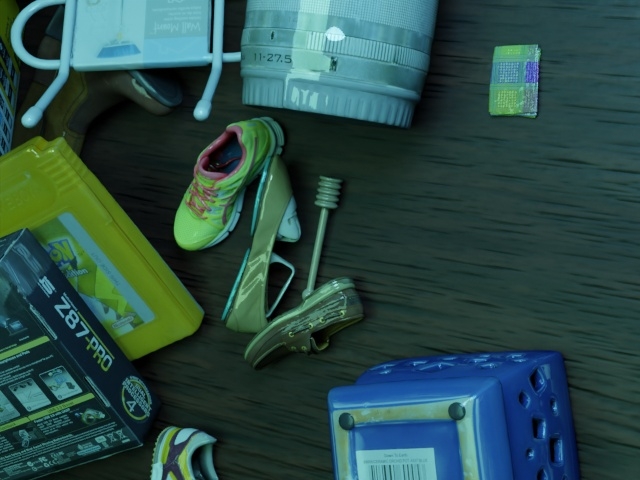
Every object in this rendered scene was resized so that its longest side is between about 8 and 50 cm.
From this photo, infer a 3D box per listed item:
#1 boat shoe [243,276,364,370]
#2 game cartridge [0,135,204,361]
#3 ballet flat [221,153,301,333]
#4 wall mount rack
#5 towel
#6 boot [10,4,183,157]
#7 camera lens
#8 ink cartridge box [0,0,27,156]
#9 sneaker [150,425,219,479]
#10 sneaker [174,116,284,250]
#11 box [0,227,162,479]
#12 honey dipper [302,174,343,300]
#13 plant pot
[{"bbox_3d":[-0.021,0.114,1.548,0.178,0.064,0.060,-37,70,21],"label":"boat shoe"},{"bbox_3d":[-0.356,0.041,1.646,0.285,0.052,0.323,-25,116,27],"label":"game cartridge"},{"bbox_3d":[-0.061,0.008,1.581,0.073,0.080,0.232,16,101,1],"label":"ballet flat"},{"bbox_3d":[-0.232,-0.250,1.548,0.350,0.130,0.304,-3,66,5],"label":"wall mount rack"},{"bbox_3d":[0.224,-0.183,1.445,0.060,0.009,0.083,3,90,31],"label":"towel"},{"bbox_3d":[-0.330,-0.147,1.714,0.264,0.096,0.280,34,107,24],"label":"boot"},{"bbox_3d":[0.026,-0.277,1.440,0.219,0.219,0.274,10,94,30],"label":"camera lens"},{"bbox_3d":[-0.490,-0.216,1.694,0.130,0.272,0.309,-5,58,5],"label":"ink cartridge box"},{"bbox_3d":[-0.177,0.338,1.630,0.084,0.069,0.185,3,92,35],"label":"sneaker"},{"bbox_3d":[-0.137,-0.075,1.601,0.081,0.094,0.208,41,110,22],"label":"sneaker"},{"bbox_3d":[-0.461,0.186,1.687,0.395,0.097,0.318,-21,117,28],"label":"box"},{"bbox_3d":[0.000,0.000,1.560,0.030,0.030,0.160,14,98,29],"label":"honey dipper"},{"bbox_3d":[0.138,0.247,1.371,0.236,0.212,0.236,-8,86,29],"label":"plant pot"}]
